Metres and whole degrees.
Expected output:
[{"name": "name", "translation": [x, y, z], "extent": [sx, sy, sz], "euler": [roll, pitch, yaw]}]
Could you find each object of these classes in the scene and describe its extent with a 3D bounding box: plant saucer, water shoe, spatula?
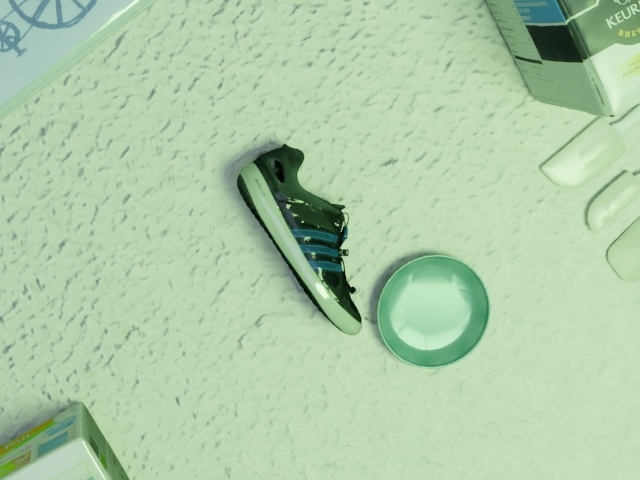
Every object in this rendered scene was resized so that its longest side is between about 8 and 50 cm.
[{"name": "plant saucer", "translation": [0.114, 0.072, 1.412], "extent": [0.119, 0.021, 0.119], "euler": [-2, 101, -10]}, {"name": "water shoe", "translation": [0.000, 0.000, 1.354], "extent": [0.080, 0.073, 0.203], "euler": [-34, 104, -5]}, {"name": "spatula", "translation": [0.369, -0.087, 1.433], "extent": [0.242, 0.019, 0.168], "euler": [-39, 98, -2]}]

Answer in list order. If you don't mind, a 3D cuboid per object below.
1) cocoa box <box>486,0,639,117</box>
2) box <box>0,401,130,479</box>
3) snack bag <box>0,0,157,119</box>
[{"name": "cocoa box", "translation": [0.329, -0.300, 1.277], "extent": [0.347, 0.231, 0.228], "euler": [-30, 103, -4]}, {"name": "box", "translation": [-0.293, 0.261, 1.326], "extent": [0.203, 0.114, 0.103], "euler": [-29, 104, -3]}, {"name": "snack bag", "translation": [-0.354, -0.281, 1.265], "extent": [0.323, 0.037, 0.342], "euler": [-39, 104, -2]}]
